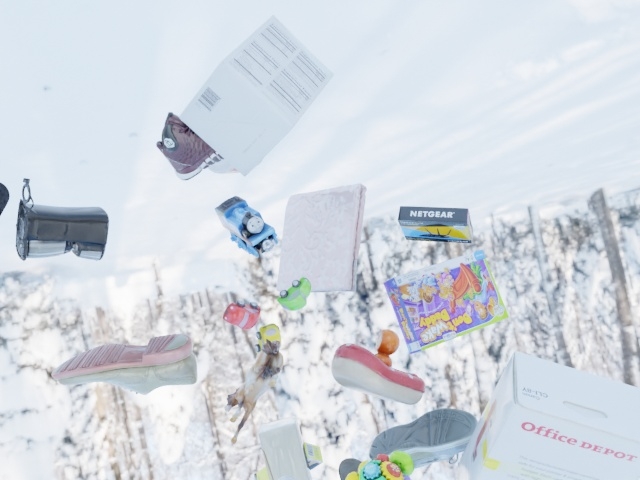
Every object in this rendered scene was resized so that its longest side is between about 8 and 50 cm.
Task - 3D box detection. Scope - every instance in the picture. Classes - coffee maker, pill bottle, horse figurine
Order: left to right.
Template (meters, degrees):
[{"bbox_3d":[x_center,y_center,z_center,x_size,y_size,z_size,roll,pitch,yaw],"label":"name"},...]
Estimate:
[{"bbox_3d":[-0.564,-0.036,1.437,0.178,0.120,0.171,0,130,-37],"label":"coffee maker"},{"bbox_3d":[-0.251,-0.260,1.928,0.121,0.121,0.216,-13,-177,21],"label":"pill bottle"},{"bbox_3d":[-0.137,0.303,1.389,0.066,0.263,0.174,28,-159,-4],"label":"horse figurine"}]

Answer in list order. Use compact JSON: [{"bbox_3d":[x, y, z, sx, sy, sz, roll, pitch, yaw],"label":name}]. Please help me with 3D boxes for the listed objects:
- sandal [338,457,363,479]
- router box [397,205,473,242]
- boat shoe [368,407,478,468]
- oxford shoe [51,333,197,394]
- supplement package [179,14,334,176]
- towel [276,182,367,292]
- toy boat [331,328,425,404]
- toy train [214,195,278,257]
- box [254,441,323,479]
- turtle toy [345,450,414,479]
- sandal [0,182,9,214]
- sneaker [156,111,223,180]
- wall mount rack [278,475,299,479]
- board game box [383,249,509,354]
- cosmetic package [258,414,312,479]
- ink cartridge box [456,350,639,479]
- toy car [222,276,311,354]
[{"bbox_3d":[0.114,0.654,1.698,0.089,0.060,0.219,-10,-141,-13],"label":"sandal"},{"bbox_3d":[0.301,-0.041,1.701,0.178,0.046,0.133,3,158,20],"label":"router box"},{"bbox_3d":[0.265,0.505,1.611,0.320,0.103,0.118,-31,-159,34],"label":"boat shoe"},{"bbox_3d":[-0.523,0.360,1.746,0.396,0.147,0.140,-9,-161,10],"label":"oxford shoe"},{"bbox_3d":[-0.138,-0.326,1.460,0.199,0.198,0.263,-38,-164,41],"label":"supplement package"},{"bbox_3d":[0.000,0.000,1.947,0.053,0.317,0.331,15,167,-40],"label":"towel"},{"bbox_3d":[0.136,0.272,1.464,0.231,0.151,0.151,26,161,-37],"label":"toy boat"},{"bbox_3d":[-0.166,-0.032,1.464,0.080,0.105,0.184,-35,-149,-16],"label":"toy train"},{"bbox_3d":[-0.104,0.727,2.081,0.232,0.058,0.087,-40,132,25],"label":"box"},{"bbox_3d":[0.104,0.371,1.016,0.066,0.095,0.130,-57,160,20],"label":"turtle toy"},{"bbox_3d":[-0.771,-0.017,1.463,0.054,0.255,0.097,10,166,25],"label":"sandal"},{"bbox_3d":[-0.294,-0.274,1.614,0.281,0.162,0.106,-31,-150,19],"label":"sneaker"},{"bbox_3d":[-0.042,0.634,1.245,0.350,0.304,0.130,2,152,49],"label":"wall mount rack"},{"bbox_3d":[0.394,0.187,2.031,0.347,0.233,0.078,-15,169,-25],"label":"board game box"},{"bbox_3d":[-0.083,0.668,1.841,0.113,0.310,0.160,-15,173,-3],"label":"cosmetic package"},{"bbox_3d":[0.467,0.445,1.342,0.279,0.385,0.160,16,-145,5],"label":"ink cartridge box"},{"bbox_3d":[-0.106,0.182,1.646,0.225,0.053,0.239,-40,138,-8],"label":"toy car"}]
